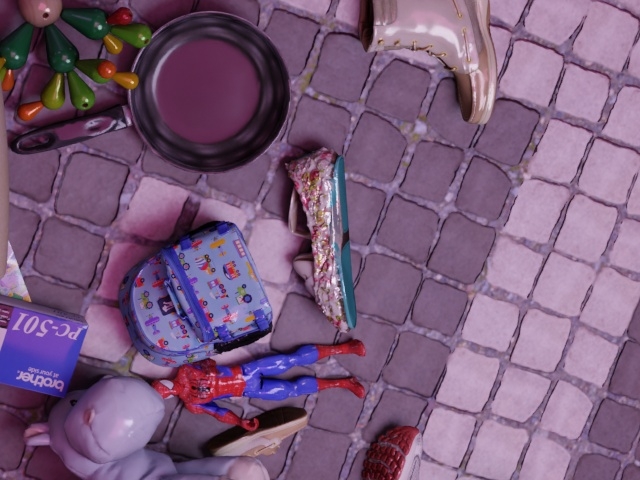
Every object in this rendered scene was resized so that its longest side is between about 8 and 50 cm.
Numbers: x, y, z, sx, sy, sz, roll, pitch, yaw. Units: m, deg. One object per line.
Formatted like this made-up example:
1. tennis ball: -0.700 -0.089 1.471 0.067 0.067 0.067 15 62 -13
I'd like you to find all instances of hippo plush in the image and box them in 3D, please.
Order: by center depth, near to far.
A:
1. hippo plush: -0.214 0.270 1.867 0.234 0.294 0.237 -24 84 -33

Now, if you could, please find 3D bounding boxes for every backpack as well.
1. backpack: -0.158 0.070 1.854 0.173 0.117 0.158 -20 83 -5

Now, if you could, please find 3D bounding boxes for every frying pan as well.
1. frying pan: -0.186 -0.140 1.841 0.326 0.053 0.197 -37 105 3

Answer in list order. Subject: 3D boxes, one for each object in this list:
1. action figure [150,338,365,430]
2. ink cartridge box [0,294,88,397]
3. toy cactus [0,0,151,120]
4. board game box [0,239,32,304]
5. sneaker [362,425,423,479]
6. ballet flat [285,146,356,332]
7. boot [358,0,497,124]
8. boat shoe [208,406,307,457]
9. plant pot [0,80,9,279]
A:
1. action figure: -0.070 0.184 1.917 0.280 0.139 0.091 -4 103 -16
2. ink cartridge box: -0.389 0.114 1.804 0.207 0.046 0.097 16 98 -22
3. toy cactus: -0.311 -0.232 1.751 0.219 0.112 0.180 -23 93 0
4. board game box: -0.430 0.070 1.820 0.154 0.026 0.103 -22 108 -13
5. sneaker: 0.107 0.352 2.050 0.092 0.088 0.225 0 110 -26
6. ballet flat: 0.000 0.000 1.935 0.077 0.091 0.241 -3 101 13
7. boot: 0.133 -0.243 1.915 0.165 0.077 0.213 -10 100 -17
8. boat shoe: -0.077 0.258 1.977 0.135 0.050 0.045 -20 112 -3
9. plant pot: -0.444 -0.073 1.658 0.256 0.256 0.274 -18 108 -14
